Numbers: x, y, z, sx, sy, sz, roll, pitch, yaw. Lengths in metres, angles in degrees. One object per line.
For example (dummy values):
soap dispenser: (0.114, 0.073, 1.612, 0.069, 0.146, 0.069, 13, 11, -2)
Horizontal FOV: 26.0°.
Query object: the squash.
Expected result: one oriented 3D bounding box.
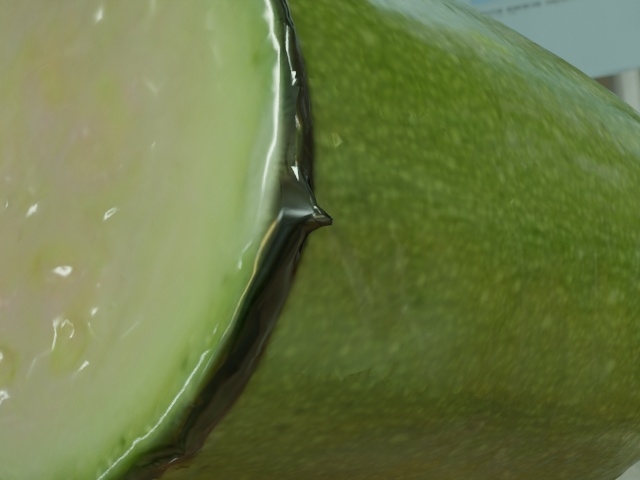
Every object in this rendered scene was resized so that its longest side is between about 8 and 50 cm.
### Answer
squash: (0.000, 0.000, 0.642, 0.263, 0.263, 0.384, 1, -7, 36)
